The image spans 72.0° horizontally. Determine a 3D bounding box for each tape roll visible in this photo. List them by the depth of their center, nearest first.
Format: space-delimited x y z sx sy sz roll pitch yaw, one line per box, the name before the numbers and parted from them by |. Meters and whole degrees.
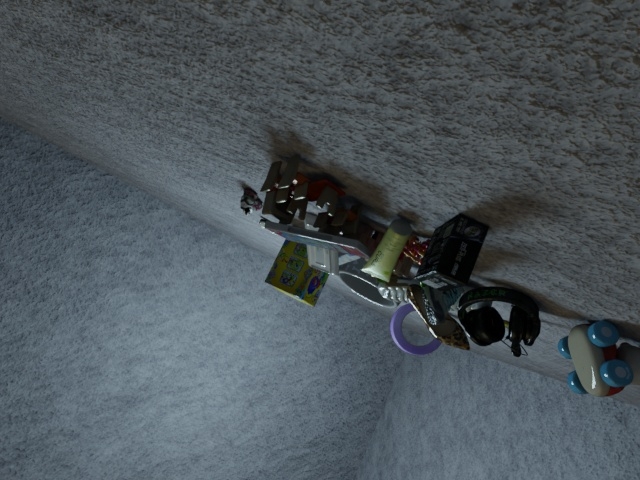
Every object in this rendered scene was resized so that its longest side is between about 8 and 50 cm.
tape roll | 0.512 0.463 2.328 0.275 0.274 0.090 24 170 5

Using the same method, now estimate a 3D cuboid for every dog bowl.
dog bowl | 0.224 0.180 1.951 0.349 0.102 0.349 30 164 9

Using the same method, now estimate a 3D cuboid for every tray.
tray | 0.000 0.026 1.658 0.145 0.030 0.270 19 136 25

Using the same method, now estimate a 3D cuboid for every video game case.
video game case | 0.000 0.000 1.311 0.285 0.025 0.204 13 174 20

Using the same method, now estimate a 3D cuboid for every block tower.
block tower | 0.159 0.015 1.446 0.335 0.097 0.091 26 170 -11

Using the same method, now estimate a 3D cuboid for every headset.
headset | 0.621 0.267 1.497 0.243 0.185 0.394 -10 133 34

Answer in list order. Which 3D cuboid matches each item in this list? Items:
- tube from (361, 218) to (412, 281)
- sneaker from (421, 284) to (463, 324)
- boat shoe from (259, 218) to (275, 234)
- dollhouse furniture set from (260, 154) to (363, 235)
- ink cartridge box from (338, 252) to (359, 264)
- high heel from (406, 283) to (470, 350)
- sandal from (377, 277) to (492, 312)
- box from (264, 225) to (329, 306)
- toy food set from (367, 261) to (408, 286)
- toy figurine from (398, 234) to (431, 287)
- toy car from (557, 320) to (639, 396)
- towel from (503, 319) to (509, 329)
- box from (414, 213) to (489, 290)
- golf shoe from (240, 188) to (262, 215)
tube | 0.193 0.038 1.267 0.070 0.062 0.240 59 150 28
sneaker | 0.379 0.155 1.363 0.122 0.110 0.283 -11 -158 16
boat shoe | -0.236 -0.065 2.104 0.125 0.038 0.046 24 129 -23
dollhouse furniture set | -0.045 -0.129 1.225 0.259 0.135 0.262 -5 151 47
ink cartridge box | 0.084 0.056 1.747 0.122 0.052 0.088 -21 154 17
high heel | 0.391 0.258 1.486 0.261 0.093 0.186 45 175 40
sandal | 0.415 0.172 1.626 0.416 0.102 0.169 5 147 24
box | -0.079 0.125 2.017 0.177 0.279 0.290 22 170 19
toy food set | 0.213 0.101 1.541 0.132 0.038 0.192 7 -141 -39
toy figurine | 0.265 0.032 1.294 0.159 0.130 0.173 30 151 25
toy car | 0.887 0.348 1.309 0.238 0.210 0.219 -3 154 -2
towel | 0.720 0.332 1.915 0.237 0.021 0.102 23 168 12
box | 0.308 0.035 1.053 0.077 0.147 0.180 25 169 1
golf shoe | -0.279 -0.137 1.725 0.067 0.086 0.186 22 170 9
